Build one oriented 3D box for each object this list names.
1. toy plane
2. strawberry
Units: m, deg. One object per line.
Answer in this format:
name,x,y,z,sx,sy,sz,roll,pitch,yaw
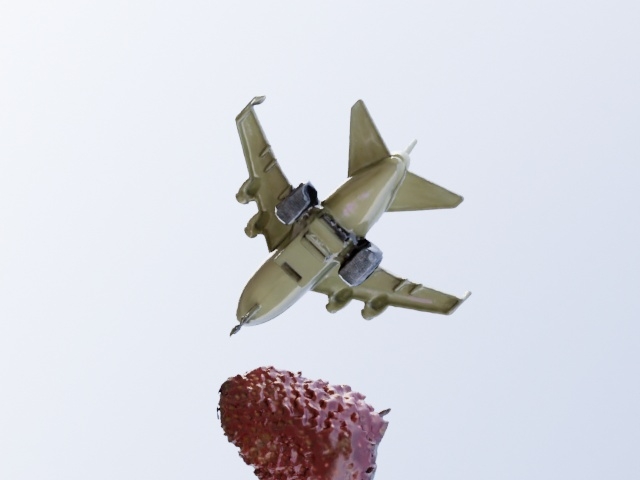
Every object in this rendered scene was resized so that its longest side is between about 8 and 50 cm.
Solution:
toy plane,0.000,0.000,1.379,0.256,0.242,0.104,-46,-176,29
strawberry,-0.017,0.233,1.912,0.087,0.208,0.167,157,-54,-67
